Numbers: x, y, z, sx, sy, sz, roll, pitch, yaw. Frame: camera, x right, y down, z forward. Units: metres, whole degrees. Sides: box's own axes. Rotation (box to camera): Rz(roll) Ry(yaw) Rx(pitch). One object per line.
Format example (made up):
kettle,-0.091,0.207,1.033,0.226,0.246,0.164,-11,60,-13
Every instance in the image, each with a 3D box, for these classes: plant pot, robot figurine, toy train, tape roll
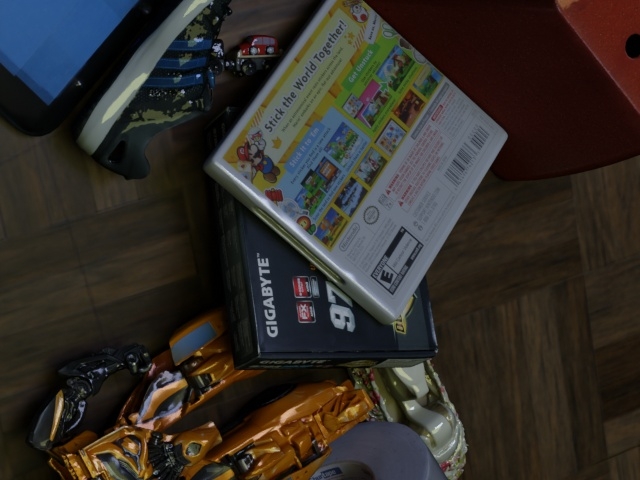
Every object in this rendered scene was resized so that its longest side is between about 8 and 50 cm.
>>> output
plant pot,0.234,-0.216,1.502,0.267,0.236,0.267,-50,118,-11
robot figurine,-0.104,0.161,1.458,0.291,0.085,0.211,-33,102,-28
toy train,-0.053,-0.159,1.476,0.158,0.027,0.036,-5,91,-28
tape roll,0.012,0.254,1.478,0.219,0.219,0.072,-39,115,-17

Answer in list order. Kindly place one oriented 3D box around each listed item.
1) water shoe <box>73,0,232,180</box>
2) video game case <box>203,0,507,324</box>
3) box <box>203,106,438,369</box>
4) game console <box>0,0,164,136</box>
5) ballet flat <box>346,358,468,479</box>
water shoe,-0.115,-0.141,1.408,0.080,0.073,0.203,39,96,-17
video game case,0.035,-0.076,1.462,0.206,0.026,0.227,41,59,-13
box,0.000,0.000,1.467,0.175,0.051,0.220,2,70,-29
game console,-0.189,-0.254,1.305,0.173,0.250,0.293,38,79,-2
ballet flat,0.079,0.145,1.577,0.091,0.077,0.241,-38,116,-18
